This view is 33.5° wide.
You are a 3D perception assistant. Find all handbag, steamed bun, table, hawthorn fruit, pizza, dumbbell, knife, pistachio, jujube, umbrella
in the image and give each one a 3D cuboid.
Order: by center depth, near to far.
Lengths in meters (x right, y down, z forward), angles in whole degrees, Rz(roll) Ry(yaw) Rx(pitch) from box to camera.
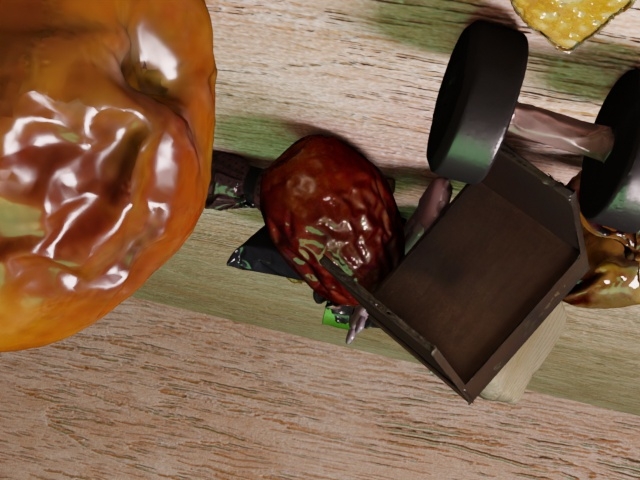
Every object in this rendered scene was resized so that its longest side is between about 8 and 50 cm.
[{"bbox_3d":[0.219,-0.199,0.899,0.108,0.026,0.123,1,159,40],"label":"pizza"},{"bbox_3d":[-0.315,-0.112,0.992,0.471,0.472,0.472,15,168,3],"label":"hawthorn fruit"},{"bbox_3d":[0.222,-0.107,1.009,0.218,0.152,0.152,17,168,-3],"label":"dumbbell"},{"bbox_3d":[0.173,0.027,1.319,0.196,0.250,0.282,41,177,25],"label":"table"},{"bbox_3d":[0.020,-0.029,1.472,0.183,0.183,0.243,-1,131,53],"label":"jujube"},{"bbox_3d":[0.396,0.034,1.509,0.165,0.130,0.210,-23,-177,-24],"label":"pistachio"},{"bbox_3d":[0.109,0.026,1.617,0.038,0.132,0.398,21,143,-9],"label":"knife"},{"bbox_3d":[-0.125,-0.085,1.678,0.326,0.094,0.090,11,152,16],"label":"umbrella"},{"bbox_3d":[0.000,0.000,1.702,0.211,0.089,0.254,8,-153,22],"label":"handbag"},{"bbox_3d":[0.241,0.110,1.744,0.236,0.247,0.383,24,172,29],"label":"steamed bun"}]

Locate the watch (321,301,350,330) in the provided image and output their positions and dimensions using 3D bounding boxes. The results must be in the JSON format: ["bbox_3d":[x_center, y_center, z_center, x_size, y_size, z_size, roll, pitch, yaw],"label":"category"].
[{"bbox_3d":[0.060,0.111,2.178,0.131,0.152,0.165,13,166,0],"label":"watch"}]

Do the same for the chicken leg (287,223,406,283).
[{"bbox_3d":[0.056,0.033,1.833,0.251,0.087,0.107,-12,176,21],"label":"chicken leg"}]

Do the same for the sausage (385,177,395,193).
[{"bbox_3d":[0.054,-0.090,1.586,0.116,0.026,0.026,13,167,16],"label":"sausage"}]

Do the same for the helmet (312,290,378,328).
[{"bbox_3d":[0.103,0.074,1.972,0.198,0.154,0.253,29,148,-25],"label":"helmet"}]

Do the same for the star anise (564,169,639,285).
[{"bbox_3d":[0.399,-0.016,1.258,0.190,0.126,0.220,0,137,51],"label":"star anise"}]
